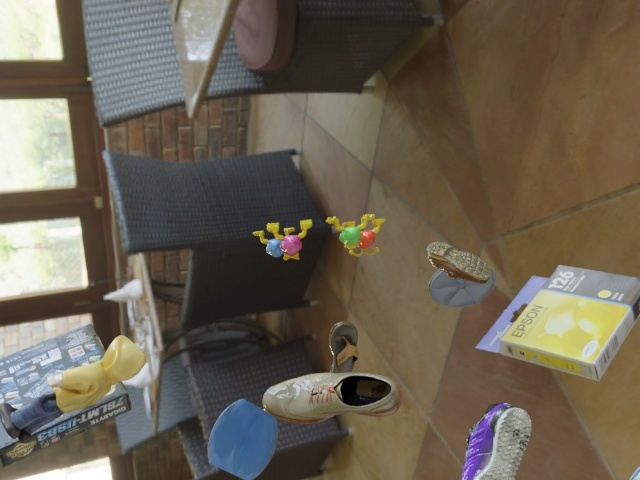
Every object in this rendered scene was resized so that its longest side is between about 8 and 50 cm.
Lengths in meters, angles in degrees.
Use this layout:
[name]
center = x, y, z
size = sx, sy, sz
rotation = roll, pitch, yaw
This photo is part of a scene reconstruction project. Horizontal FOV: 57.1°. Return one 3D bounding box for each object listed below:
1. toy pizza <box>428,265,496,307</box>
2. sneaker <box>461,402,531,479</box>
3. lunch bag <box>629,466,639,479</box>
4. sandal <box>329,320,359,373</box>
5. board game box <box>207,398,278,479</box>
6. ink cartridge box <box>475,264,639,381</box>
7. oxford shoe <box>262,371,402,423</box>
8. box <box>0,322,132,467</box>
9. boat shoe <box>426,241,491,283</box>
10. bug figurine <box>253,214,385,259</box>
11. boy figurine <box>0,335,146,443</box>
[toy pizza]
center = 0.423, 0.127, 1.766
size = 0.032, 0.201, 0.201
rotation = -93, 13, -47
[sneaker]
center = 0.399, 0.528, 1.426
size = 0.293, 0.102, 0.146
rotation = -62, 14, -5
[lunch bag]
center = 0.612, 0.492, 0.980
size = 0.176, 0.090, 0.219
rotation = -55, 44, -1
[sandal]
center = 0.069, 0.329, 1.658
size = 0.060, 0.090, 0.219
rotation = 34, 123, 56
[board game box]
center = -0.159, 0.393, 1.172
size = 0.033, 0.168, 0.133
rotation = 1, 58, 47
[ink cartridge box]
center = 0.568, 0.174, 1.395
size = 0.307, 0.303, 0.072
rotation = 11, 133, 47
[oxford shoe]
center = 0.019, 0.366, 1.425
size = 0.130, 0.348, 0.123
rotation = 67, -164, -61
[box]
center = -0.650, 0.358, 1.422
size = 0.293, 0.295, 0.073
rotation = 40, 141, 42
[boat shoe]
center = 0.338, 0.062, 1.438
size = 0.178, 0.064, 0.060
rotation = 29, 141, 40
[bug figurine]
center = 0.000, 0.000, 1.191
size = 0.216, 0.279, 0.072
rotation = 82, -178, -85
[boy figurine]
center = -0.497, 0.295, 1.195
size = 0.092, 0.285, 0.177
rotation = 51, 163, 21
